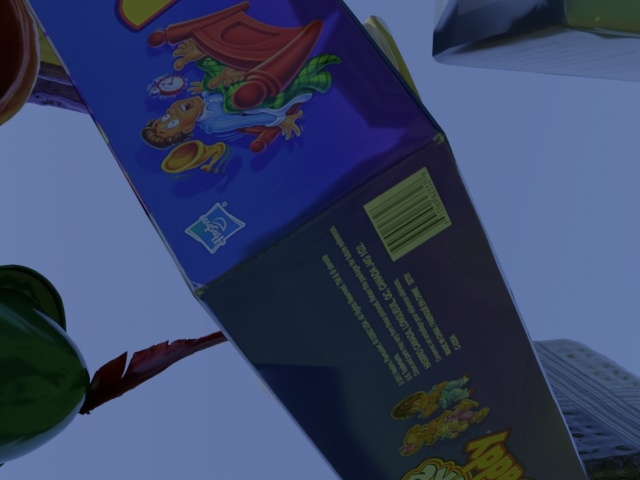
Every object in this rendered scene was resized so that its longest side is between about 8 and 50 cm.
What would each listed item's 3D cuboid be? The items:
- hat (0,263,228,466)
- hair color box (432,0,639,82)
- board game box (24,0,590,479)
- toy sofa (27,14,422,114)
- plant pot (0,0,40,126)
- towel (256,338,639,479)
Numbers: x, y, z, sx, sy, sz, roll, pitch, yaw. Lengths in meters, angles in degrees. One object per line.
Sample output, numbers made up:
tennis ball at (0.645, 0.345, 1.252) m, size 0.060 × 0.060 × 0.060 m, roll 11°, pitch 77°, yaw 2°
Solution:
hat at (-0.180, 0.121, 1.091) m, size 0.173 × 0.184 × 0.208 m, roll 6°, pitch -74°, yaw -58°
hair color box at (0.246, -0.108, 0.577) m, size 0.375 × 0.185 × 0.113 m, roll 5°, pitch -88°, yaw -9°
board game box at (0.000, 0.000, 0.600) m, size 0.078 × 0.233 × 0.347 m, roll -32°, pitch -36°, yaw -1°
toy sofa at (-0.112, -0.131, 1.352) m, size 0.363 × 0.150 × 0.177 m, roll 14°, pitch -58°, yaw -24°
plant pot at (-0.314, -0.046, 0.726) m, size 0.272 × 0.272 × 0.265 m, roll -1°, pitch -43°, yaw -51°
towel at (0.135, 0.148, 1.208) m, size 0.312 × 0.324 × 0.056 m, roll -3°, pitch -77°, yaw -15°
